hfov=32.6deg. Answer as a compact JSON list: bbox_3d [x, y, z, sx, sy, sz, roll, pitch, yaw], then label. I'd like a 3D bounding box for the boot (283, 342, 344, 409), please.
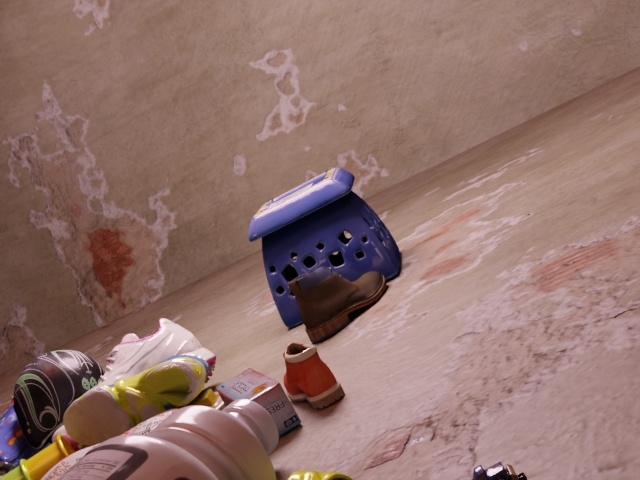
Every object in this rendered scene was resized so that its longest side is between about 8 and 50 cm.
[{"bbox_3d":[-0.022,0.170,1.455,0.059,0.085,0.158,-32,7,-17],"label":"boot"}]

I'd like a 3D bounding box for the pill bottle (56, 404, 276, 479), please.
[{"bbox_3d":[-0.170,0.272,0.900,0.176,0.176,0.318,-22,11,38],"label":"pill bottle"}]

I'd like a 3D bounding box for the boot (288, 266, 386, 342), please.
[{"bbox_3d":[0.032,0.074,1.822,0.082,0.106,0.219,-22,10,38],"label":"boot"}]

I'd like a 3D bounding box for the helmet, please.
[{"bbox_3d":[-0.438,0.265,1.856,0.169,0.162,0.169,-23,-31,-14],"label":"helmet"}]

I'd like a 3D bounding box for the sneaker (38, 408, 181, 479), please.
[{"bbox_3d":[-0.257,0.299,1.402,0.270,0.090,0.145,-28,4,-22],"label":"sneaker"}]

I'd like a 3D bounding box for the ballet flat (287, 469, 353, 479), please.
[{"bbox_3d":[-0.009,0.251,0.924,0.077,0.077,0.231,-10,9,10],"label":"ballet flat"}]

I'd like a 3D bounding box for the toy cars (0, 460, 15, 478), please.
[{"bbox_3d":[-0.623,0.452,1.679,0.393,0.087,0.176,-28,45,-9],"label":"toy cars"}]

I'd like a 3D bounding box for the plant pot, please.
[{"bbox_3d":[0.000,0.000,2.038,0.236,0.212,0.236,-27,8,10],"label":"plant pot"}]

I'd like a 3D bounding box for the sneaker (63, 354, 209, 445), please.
[{"bbox_3d":[-0.267,0.239,1.662,0.240,0.091,0.126,-21,0,17],"label":"sneaker"}]

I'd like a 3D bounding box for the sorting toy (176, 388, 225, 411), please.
[{"bbox_3d":[-0.229,0.278,1.642,0.193,0.038,0.208,-21,10,44],"label":"sorting toy"}]

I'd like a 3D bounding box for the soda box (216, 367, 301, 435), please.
[{"bbox_3d":[-0.085,0.216,1.443,0.058,0.063,0.183,-30,7,-13],"label":"soda box"}]

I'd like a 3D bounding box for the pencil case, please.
[{"bbox_3d":[-0.535,0.359,1.889,0.133,0.119,0.306,-40,6,13],"label":"pencil case"}]

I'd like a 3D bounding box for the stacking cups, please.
[{"bbox_3d":[-0.481,0.407,1.567,0.316,0.096,0.096,-34,8,-8],"label":"stacking cups"}]

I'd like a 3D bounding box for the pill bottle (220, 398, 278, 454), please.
[{"bbox_3d":[-0.127,0.251,1.202,0.103,0.103,0.184,-22,10,41],"label":"pill bottle"}]

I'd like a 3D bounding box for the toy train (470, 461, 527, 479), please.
[{"bbox_3d":[0.091,0.219,0.879,0.158,0.036,0.027,-28,7,2],"label":"toy train"}]

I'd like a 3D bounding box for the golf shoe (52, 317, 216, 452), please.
[{"bbox_3d":[-0.319,0.239,1.780,0.306,0.140,0.115,-31,-18,-34],"label":"golf shoe"}]
